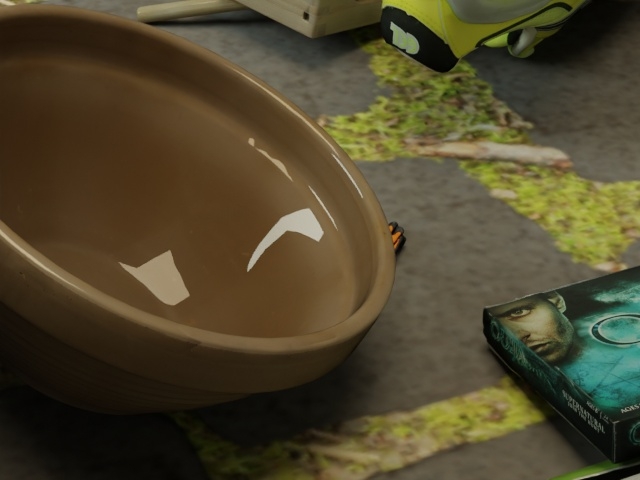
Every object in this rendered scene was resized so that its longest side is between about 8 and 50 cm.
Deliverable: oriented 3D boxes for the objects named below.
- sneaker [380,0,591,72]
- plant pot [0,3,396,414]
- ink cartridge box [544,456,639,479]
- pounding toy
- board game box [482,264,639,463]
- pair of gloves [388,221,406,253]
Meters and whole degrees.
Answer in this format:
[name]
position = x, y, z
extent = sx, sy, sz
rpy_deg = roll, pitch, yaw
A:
[sneaker]
position = 0.133, -0.202, 1.173
extent = 0.145, 0.147, 0.384
rpy_deg = 35, 25, 19
[plant pot]
position = -0.093, 0.003, 0.871
extent = 0.237, 0.110, 0.237
rpy_deg = 22, 31, -14
[ink cartridge box]
position = 0.163, 0.144, 0.733
extent = 0.188, 0.097, 0.255
rpy_deg = -15, 4, -19
[pounding toy]
position = -0.020, -0.176, 1.190
extent = 0.130, 0.100, 0.141
rpy_deg = 30, 34, 35
[board game box]
position = 0.188, 0.044, 0.900
extent = 0.186, 0.026, 0.126
rpy_deg = -14, 28, -20
[pair of gloves]
position = 0.000, 0.000, 0.995
extent = 0.083, 0.010, 0.074
rpy_deg = 19, 39, 26
